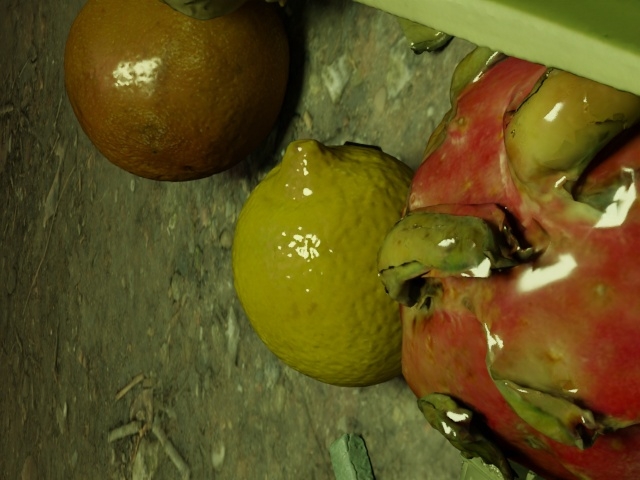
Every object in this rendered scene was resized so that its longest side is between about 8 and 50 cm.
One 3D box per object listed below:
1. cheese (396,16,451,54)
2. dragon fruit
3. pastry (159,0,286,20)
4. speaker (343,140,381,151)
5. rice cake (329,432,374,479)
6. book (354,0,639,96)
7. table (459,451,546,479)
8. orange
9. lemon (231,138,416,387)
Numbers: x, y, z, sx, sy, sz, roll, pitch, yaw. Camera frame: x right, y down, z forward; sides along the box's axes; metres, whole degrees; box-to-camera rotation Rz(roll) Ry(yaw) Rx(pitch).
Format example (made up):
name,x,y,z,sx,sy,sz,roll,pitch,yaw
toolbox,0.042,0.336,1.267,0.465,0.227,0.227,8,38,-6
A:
name,x,y,z,sx,sy,sz,roll,pitch,yaw
cheese,0.100,-0.214,0.831,0.084,0.041,0.060,106,160,-46
dragon fruit,0.157,-0.006,0.450,0.250,0.269,0.291,41,150,11
pastry,-0.073,-0.405,0.850,0.409,0.244,0.410,179,90,-65
speaker,0.000,0.000,0.960,0.218,0.044,0.082,-53,42,41
rice cake,0.042,0.257,0.858,0.033,0.029,0.171,-47,45,41
book,0.201,-0.176,0.406,0.239,0.352,0.035,39,157,54
table,0.138,0.185,0.672,0.079,0.062,0.083,29,109,57
orange,-0.159,-0.201,1.075,0.264,0.264,0.264,-17,70,58
lemon,0.020,0.023,0.788,0.187,0.186,0.244,45,157,53
